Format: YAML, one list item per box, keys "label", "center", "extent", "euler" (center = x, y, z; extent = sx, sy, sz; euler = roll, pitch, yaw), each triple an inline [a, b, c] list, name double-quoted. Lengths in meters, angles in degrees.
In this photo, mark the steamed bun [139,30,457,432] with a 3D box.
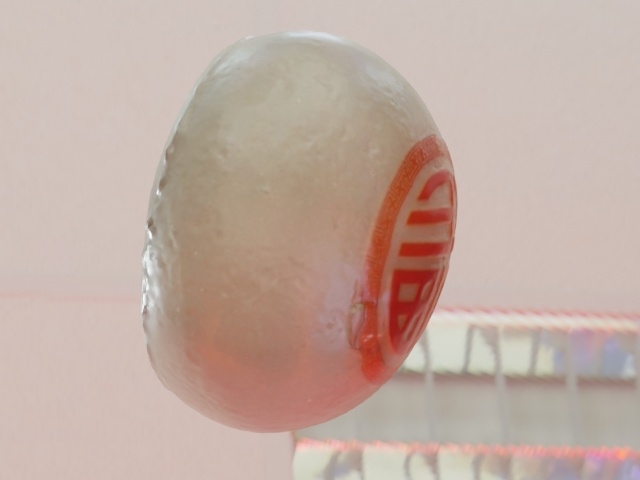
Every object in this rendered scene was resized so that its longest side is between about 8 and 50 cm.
- label: "steamed bun"
  center: [0.000, 0.000, 1.304]
  extent: [0.177, 0.283, 0.283]
  euler: [13, -123, 19]
